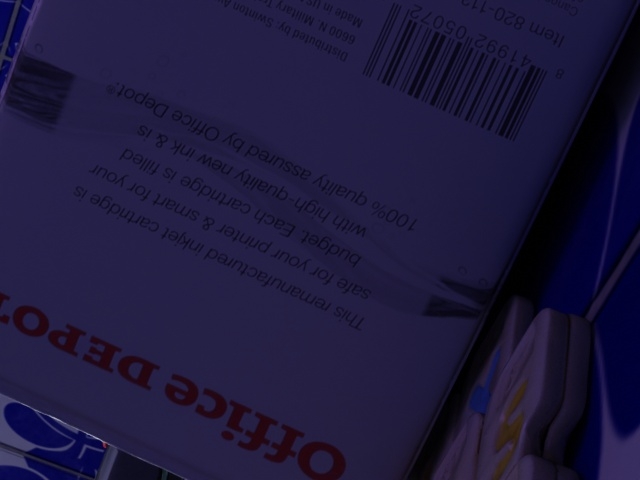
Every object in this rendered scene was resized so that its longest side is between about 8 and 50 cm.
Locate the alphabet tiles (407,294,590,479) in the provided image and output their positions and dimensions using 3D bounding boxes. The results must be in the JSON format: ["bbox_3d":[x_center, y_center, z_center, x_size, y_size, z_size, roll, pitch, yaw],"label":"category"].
[{"bbox_3d":[0.024,0.157,0.659,0.278,0.021,0.284,-76,9,-50],"label":"alphabet tiles"}]

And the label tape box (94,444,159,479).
[{"bbox_3d":[-0.162,0.284,1.527,0.240,0.106,0.333,-93,25,-78],"label":"label tape box"}]

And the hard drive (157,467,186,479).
[{"bbox_3d":[-0.060,0.081,1.265,0.339,0.064,0.237,-96,19,-65],"label":"hard drive"}]

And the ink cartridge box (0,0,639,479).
[{"bbox_3d":[-0.012,-0.053,0.749,0.117,0.207,0.283,-61,-4,-71],"label":"ink cartridge box"}]

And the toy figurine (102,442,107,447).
[{"bbox_3d":[-0.121,0.009,1.795,0.217,0.191,0.362,-71,5,-75],"label":"toy figurine"}]
